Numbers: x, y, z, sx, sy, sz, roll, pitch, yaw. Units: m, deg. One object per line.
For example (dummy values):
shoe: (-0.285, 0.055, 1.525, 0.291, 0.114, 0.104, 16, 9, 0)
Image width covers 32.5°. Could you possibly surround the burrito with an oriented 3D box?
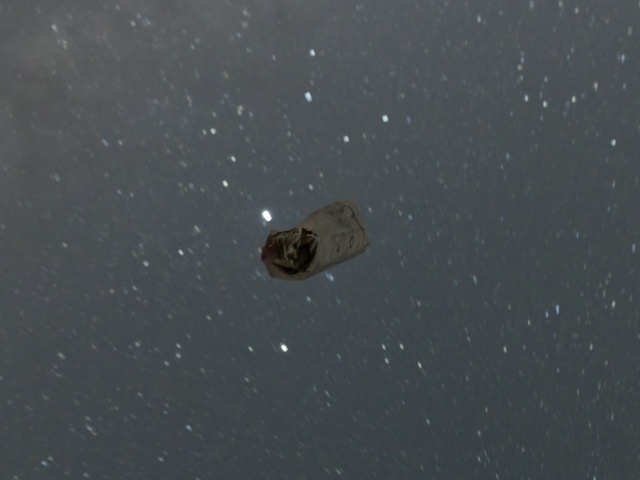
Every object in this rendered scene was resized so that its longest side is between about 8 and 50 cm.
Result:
burrito: (0.000, -0.001, 1.121, 0.064, 0.203, 0.064, 6, -76, 24)
